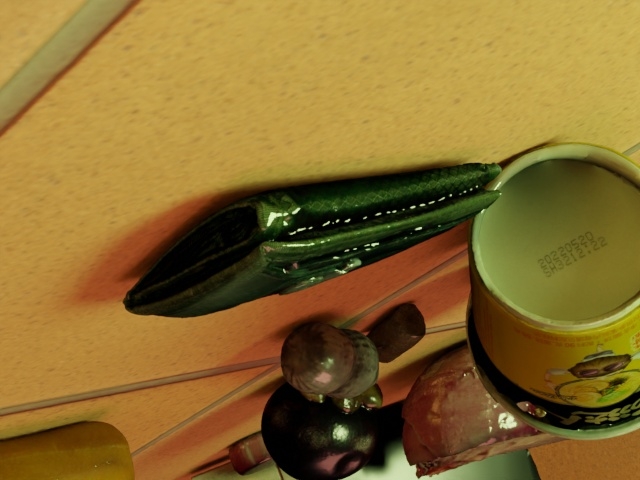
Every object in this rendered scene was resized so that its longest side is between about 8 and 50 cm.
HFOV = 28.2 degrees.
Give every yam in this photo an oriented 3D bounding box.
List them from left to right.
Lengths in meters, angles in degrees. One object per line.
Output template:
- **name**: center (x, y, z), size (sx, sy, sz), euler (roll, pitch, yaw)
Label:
- **yam**: center (0.078, 0.099, 1.328), size (0.043, 0.043, 0.094), euler (-14, 162, -31)

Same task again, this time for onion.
- **onion**: center (0.212, 0.224, 1.748), size (0.267, 0.159, 0.349), euler (1, 161, -32)

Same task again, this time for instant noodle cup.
- **instant noodle cup**: center (0.207, 0.032, 1.017), size (0.215, 0.215, 0.236), euler (-24, 155, 4)

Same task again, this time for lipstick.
- **lipstick**: center (-0.058, 0.325, 1.835), size (0.253, 0.079, 0.077), euler (-21, 167, -9)

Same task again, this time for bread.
- **bread**: center (-0.264, 0.216, 1.138), size (0.239, 0.092, 0.074), euler (-7, 139, -50)

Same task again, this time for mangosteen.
- **mangosteen**: center (0.006, 0.195, 1.430), size (0.137, 0.137, 0.151), euler (-3, 121, -52)

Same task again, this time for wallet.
- **wallet**: center (0.001, 0.003, 0.867), size (0.236, 0.055, 0.160), euler (-9, 167, -44)

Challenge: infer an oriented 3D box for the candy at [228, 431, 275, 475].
- **candy**: center (-0.075, 0.288, 1.752), size (0.103, 0.043, 0.103), euler (-22, 165, -6)

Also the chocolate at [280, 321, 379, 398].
- **chocolate**: center (0.011, 0.118, 1.240), size (0.072, 0.072, 0.167), euler (-27, 164, 15)

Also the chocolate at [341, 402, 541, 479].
- **chocolate**: center (0.156, 0.446, 2.147), size (0.384, 0.383, 0.331), euler (-18, 178, -20)
